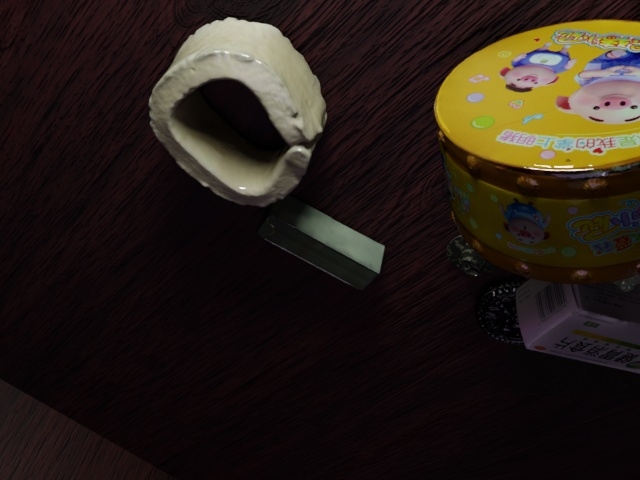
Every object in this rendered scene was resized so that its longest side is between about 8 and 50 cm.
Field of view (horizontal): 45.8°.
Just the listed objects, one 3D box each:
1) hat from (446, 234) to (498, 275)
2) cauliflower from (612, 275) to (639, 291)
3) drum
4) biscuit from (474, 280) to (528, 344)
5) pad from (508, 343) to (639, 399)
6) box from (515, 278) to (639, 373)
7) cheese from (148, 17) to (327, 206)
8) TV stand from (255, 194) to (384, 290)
[{"bbox_3d":[0.323,0.042,1.614,0.121,0.050,0.121,10,134,11],"label":"hat"},{"bbox_3d":[0.554,-0.051,1.365,0.256,0.315,0.239,40,116,34],"label":"cauliflower"},{"bbox_3d":[0.390,-0.149,1.164,0.431,0.431,0.214,-3,132,18],"label":"drum"},{"bbox_3d":[0.443,0.162,1.691,0.195,0.053,0.194,8,134,8],"label":"biscuit"},{"bbox_3d":[0.622,0.308,1.814,0.330,0.004,0.220,0,132,16],"label":"pad"},{"bbox_3d":[0.581,0.150,1.522,0.333,0.145,0.173,14,144,-19],"label":"box"},{"bbox_3d":[-0.141,-0.229,1.415,0.292,0.153,0.332,-22,124,33],"label":"cheese"},{"bbox_3d":[0.000,0.000,1.638,0.270,0.088,0.083,29,135,-12],"label":"TV stand"}]
